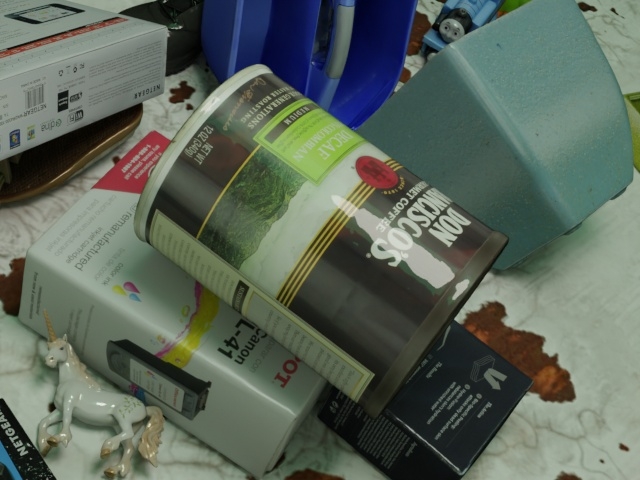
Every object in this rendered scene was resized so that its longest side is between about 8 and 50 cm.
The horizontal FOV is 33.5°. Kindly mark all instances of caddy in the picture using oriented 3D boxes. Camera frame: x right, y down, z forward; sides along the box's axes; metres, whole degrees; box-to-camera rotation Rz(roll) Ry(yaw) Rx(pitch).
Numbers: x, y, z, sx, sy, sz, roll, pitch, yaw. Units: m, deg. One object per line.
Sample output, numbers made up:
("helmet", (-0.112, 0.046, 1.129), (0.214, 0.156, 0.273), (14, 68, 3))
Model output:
("caddy", (-0.007, -0.275, 1.290), (0.241, 0.341, 0.179), (-8, 38, -25))

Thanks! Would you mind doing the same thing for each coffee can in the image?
("coffee can", (0.000, 0.000, 0.964), (0.275, 0.201, 0.201), (36, 49, 9))

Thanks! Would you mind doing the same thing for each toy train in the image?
("toy train", (0.211, -0.325, 1.544), (0.080, 0.105, 0.184), (33, 55, 8))

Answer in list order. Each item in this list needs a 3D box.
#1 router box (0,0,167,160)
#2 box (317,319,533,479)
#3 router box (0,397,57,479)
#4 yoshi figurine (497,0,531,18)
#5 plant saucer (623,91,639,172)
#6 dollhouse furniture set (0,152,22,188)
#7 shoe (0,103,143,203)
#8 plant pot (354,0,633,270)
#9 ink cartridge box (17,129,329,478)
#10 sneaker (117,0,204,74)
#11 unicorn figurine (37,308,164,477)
("router box", (-0.377, -0.189, 1.116), (0.301, 0.082, 0.335), (18, 28, 21))
("box", (0.109, 0.167, 1.113), (0.158, 0.093, 0.156), (38, 49, 14))
("router box", (-0.294, 0.243, 0.930), (0.133, 0.046, 0.179), (-26, 65, -35))
("yoshi figurine", (0.291, -0.487, 1.664), (0.203, 0.203, 0.362), (-19, 64, -40))
("plant saucer", (0.523, -0.163, 1.574), (0.188, 0.045, 0.188), (-13, 58, -29))
("dollhouse furniture set", (-0.404, -0.093, 1.091), (0.161, 0.101, 0.182), (19, 69, -5))
("shoe", (-0.296, -0.098, 1.207), (0.219, 0.058, 0.076), (-31, 81, -23))
("plant pot", (0.231, -0.114, 1.306), (0.248, 0.247, 0.252), (-32, 86, -37))
("ink cartridge box", (-0.118, 0.058, 1.095), (0.306, 0.131, 0.226), (30, 48, 7))
("sneaker", (-0.154, -0.307, 1.386), (0.286, 0.130, 0.109), (-24, 65, -33))
("unicorn figurine", (-0.225, 0.159, 1.026), (0.162, 0.060, 0.111), (31, 45, -16))
